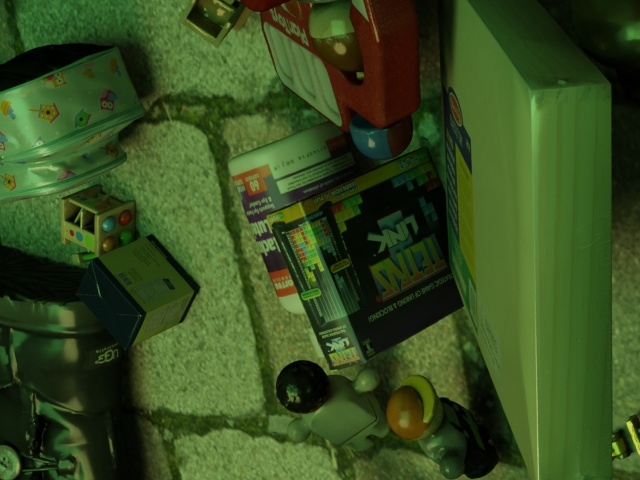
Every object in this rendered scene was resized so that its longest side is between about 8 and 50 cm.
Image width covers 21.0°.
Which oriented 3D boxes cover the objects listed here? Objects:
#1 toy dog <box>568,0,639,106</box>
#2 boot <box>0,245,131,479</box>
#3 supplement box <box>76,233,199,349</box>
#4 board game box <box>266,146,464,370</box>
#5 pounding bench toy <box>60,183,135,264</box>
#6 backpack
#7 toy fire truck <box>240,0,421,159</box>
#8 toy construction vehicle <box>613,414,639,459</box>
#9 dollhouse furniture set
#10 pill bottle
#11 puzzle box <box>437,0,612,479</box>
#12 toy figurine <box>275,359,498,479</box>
[{"bbox_3d":[0.333,-0.182,1.008,0.408,0.284,0.395,-37,81,48],"label":"toy dog"},{"bbox_3d":[-0.356,0.244,1.936,0.367,0.146,0.445,13,112,40],"label":"boot"},{"bbox_3d":[-0.185,0.051,1.750,0.083,0.083,0.056,47,134,19],"label":"supplement box"},{"bbox_3d":[0.049,0.013,1.443,0.048,0.170,0.141,-22,93,45],"label":"board game box"},{"bbox_3d":[-0.228,-0.004,1.791,0.065,0.052,0.083,24,123,35],"label":"pounding bench toy"},{"bbox_3d":[-0.266,-0.119,1.694,0.188,0.166,0.144,-17,97,50],"label":"backpack"},{"bbox_3d":[0.005,-0.198,1.367,0.302,0.169,0.254,42,154,58],"label":"toy fire truck"},{"bbox_3d":[0.258,0.188,1.417,0.098,0.035,0.086,-14,97,46],"label":"toy construction vehicle"},{"bbox_3d":[-0.096,-0.296,1.531,0.161,0.101,0.182,35,133,-4],"label":"dollhouse furniture set"},{"bbox_3d":[0.000,0.000,1.530,0.108,0.108,0.194,-17,95,47],"label":"pill bottle"},{"bbox_3d":[0.138,-0.036,1.231,0.409,0.052,0.272,-101,7,-69],"label":"puzzle box"},{"bbox_3d":[0.028,0.211,1.512,0.213,0.148,0.210,12,74,44],"label":"toy figurine"}]
